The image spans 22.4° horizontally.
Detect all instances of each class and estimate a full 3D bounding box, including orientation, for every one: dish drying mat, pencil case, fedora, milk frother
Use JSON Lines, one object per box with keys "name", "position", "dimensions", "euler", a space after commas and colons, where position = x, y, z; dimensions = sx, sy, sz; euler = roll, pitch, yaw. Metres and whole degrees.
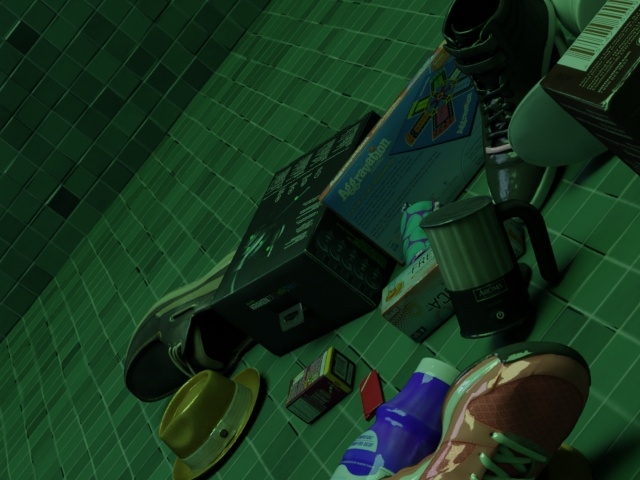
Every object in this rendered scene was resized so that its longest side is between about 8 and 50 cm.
{"name": "dish drying mat", "position": [0.060, 0.183, 1.924], "dimensions": [0.032, 0.008, 0.083], "euler": [-46, 18, 15]}
{"name": "pencil case", "position": [0.134, 0.004, 1.996], "dimensions": [0.151, 0.064, 0.070], "euler": [-93, 25, -64]}
{"name": "fedora", "position": [-0.165, 0.244, 2.251], "dimensions": [0.194, 0.079, 0.194], "euler": [-46, 18, 20]}
{"name": "milk frother", "position": [0.173, 0.018, 1.752], "dimensions": [0.129, 0.134, 0.143], "euler": [-25, 12, -20]}

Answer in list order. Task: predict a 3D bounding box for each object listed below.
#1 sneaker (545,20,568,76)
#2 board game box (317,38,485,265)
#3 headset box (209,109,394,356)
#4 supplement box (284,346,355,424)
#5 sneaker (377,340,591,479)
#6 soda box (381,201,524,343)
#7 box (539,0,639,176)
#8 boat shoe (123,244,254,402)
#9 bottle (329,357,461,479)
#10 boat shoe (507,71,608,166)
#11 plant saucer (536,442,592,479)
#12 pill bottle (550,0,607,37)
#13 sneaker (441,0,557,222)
{"name": "sneaker", "position": [0.284, -0.217, 2.032], "dimensions": [0.106, 0.123, 0.290], "euler": [-39, 43, 27]}
{"name": "board game box", "position": [0.138, -0.120, 2.098], "dimensions": [0.281, 0.145, 0.027], "euler": [-51, 18, 1]}
{"name": "headset box", "position": [0.000, 0.000, 2.231], "dimensions": [0.246, 0.131, 0.283], "euler": [-31, 27, 48]}
{"name": "supplement box", "position": [0.000, 0.181, 2.019], "dimensions": [0.083, 0.043, 0.055], "euler": [-41, 21, 29]}
{"name": "sneaker", "position": [0.136, 0.226, 1.404], "dimensions": [0.314, 0.116, 0.136], "euler": [-52, 26, 23]}
{"name": "soda box", "position": [0.153, 0.036, 1.889], "dimensions": [0.183, 0.063, 0.058], "euler": [-42, 19, 26]}
{"name": "box", "position": [0.350, -0.137, 1.503], "dimensions": [0.168, 0.203, 0.167], "euler": [-52, 18, 1]}
{"name": "boat shoe", "position": [-0.180, 0.137, 2.417], "dimensions": [0.355, 0.132, 0.130], "euler": [-43, 19, 28]}
{"name": "bottle", "position": [0.062, 0.252, 1.640], "dimensions": [0.283, 0.092, 0.118], "euler": [-57, 17, -17]}
{"name": "boat shoe", "position": [0.339, -0.202, 1.817], "dimensions": [0.306, 0.113, 0.105], "euler": [-43, 13, 17]}
{"name": "plant saucer", "position": [0.163, 0.261, 1.464], "dimensions": [0.200, 0.037, 0.200], "euler": [-46, 19, 20]}
{"name": "pill bottle", "position": [0.344, -0.314, 1.988], "dimensions": [0.131, 0.131, 0.229], "euler": [-46, 18, 17]}
{"name": "sneaker", "position": [0.202, -0.173, 1.896], "dimensions": [0.105, 0.147, 0.295], "euler": [-10, 70, 40]}
